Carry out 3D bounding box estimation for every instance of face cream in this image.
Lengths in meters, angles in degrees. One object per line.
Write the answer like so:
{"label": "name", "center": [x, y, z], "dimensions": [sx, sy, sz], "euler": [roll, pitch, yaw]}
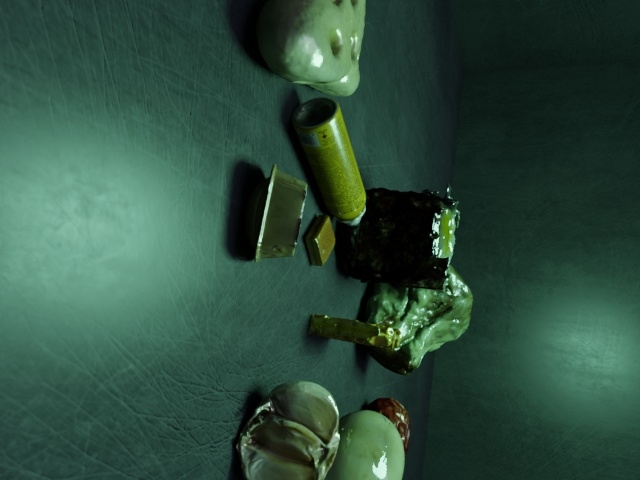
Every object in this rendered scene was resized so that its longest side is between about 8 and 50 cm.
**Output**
{"label": "face cream", "center": [0.036, -0.157, 1.094], "dimensions": [0.349, 0.105, 0.105], "euler": [65, 36, -48]}

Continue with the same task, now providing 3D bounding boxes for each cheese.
{"label": "cheese", "center": [-0.007, -0.462, 0.908], "dimensions": [0.351, 0.129, 0.328], "euler": [-23, 117, -67]}

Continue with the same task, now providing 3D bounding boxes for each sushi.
{"label": "sushi", "center": [0.231, -0.009, 1.335], "dimensions": [0.299, 0.294, 0.281], "euler": [-38, 128, -62]}

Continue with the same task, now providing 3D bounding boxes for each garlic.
{"label": "garlic", "center": [-0.064, 0.380, 0.922], "dimensions": [0.229, 0.178, 0.143], "euler": [-62, -176, -11]}

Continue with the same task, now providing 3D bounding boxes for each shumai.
{"label": "shumai", "center": [0.281, 0.253, 1.527], "dimensions": [0.323, 0.324, 0.397], "euler": [-46, 136, -34]}

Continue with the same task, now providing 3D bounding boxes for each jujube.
{"label": "jujube", "center": [0.201, 0.628, 1.529], "dimensions": [0.250, 0.174, 0.174], "euler": [-64, 149, -57]}

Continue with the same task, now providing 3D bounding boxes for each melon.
{"label": "melon", "center": [0.098, 0.578, 1.209], "dimensions": [0.317, 0.223, 0.223], "euler": [-53, 141, -55]}

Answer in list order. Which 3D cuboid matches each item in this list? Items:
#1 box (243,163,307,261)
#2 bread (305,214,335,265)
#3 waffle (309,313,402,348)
{"label": "box", "center": [-0.083, -0.045, 0.850], "dimensions": [0.111, 0.111, 0.177], "euler": [18, 81, -67]}
{"label": "bread", "center": [0.000, 0.000, 1.122], "dimensions": [0.094, 0.035, 0.090], "euler": [-61, 146, -45]}
{"label": "waffle", "center": [0.098, 0.226, 1.166], "dimensions": [0.160, 0.210, 0.055], "euler": [34, 62, -64]}
